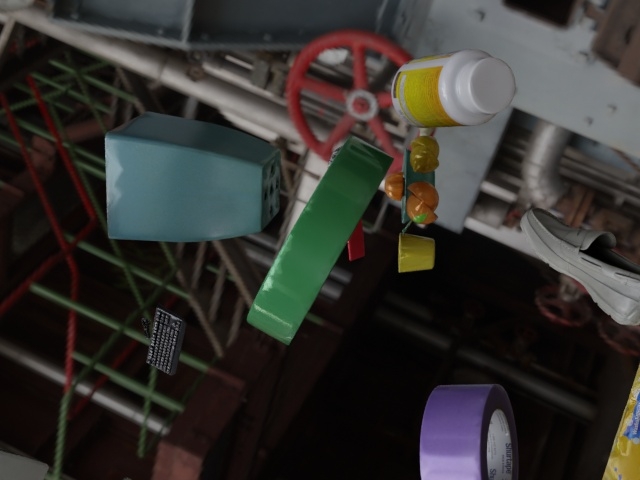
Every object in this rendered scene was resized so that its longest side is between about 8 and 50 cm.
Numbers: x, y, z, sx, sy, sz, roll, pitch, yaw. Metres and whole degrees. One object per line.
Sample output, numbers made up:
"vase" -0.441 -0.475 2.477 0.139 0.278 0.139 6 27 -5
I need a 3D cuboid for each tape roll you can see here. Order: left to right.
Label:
"tape roll" 0.000 0.000 1.455 0.321 0.077 0.321 -60 -1 -2
"tape roll" 0.197 0.283 1.273 0.189 0.080 0.189 -6 -90 -65

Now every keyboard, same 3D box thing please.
"keyboard" -0.358 0.218 2.169 0.023 0.108 0.180 -44 -22 -48

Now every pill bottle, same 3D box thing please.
"pill bottle" 0.209 -0.237 1.528 0.117 0.117 0.215 -65 24 -6

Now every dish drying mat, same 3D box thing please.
"dish drying mat" 0.062 -0.005 1.734 0.032 0.008 0.083 -20 -59 -24

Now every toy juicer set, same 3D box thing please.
"toy juicer set" 0.158 -0.122 1.713 0.209 0.089 0.329 89 -175 -49

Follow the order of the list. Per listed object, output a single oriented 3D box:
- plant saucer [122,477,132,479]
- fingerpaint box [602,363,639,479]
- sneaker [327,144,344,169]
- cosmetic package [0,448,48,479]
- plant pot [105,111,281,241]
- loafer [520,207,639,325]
"plant saucer" -0.236 0.407 1.263 0.195 0.037 0.195 -2 -90 -87
"fingerpaint box" 0.673 0.360 1.563 0.163 0.371 0.445 16 -89 -57
"sneaker" 0.064 -0.136 2.099 0.077 0.072 0.178 -63 -26 -43
"cosmetic package" -0.619 0.327 1.361 0.453 0.230 0.161 46 -123 -61
"plant pot" -0.186 -0.092 1.496 0.165 0.234 0.165 -56 -30 -67
"loafer" 0.494 0.024 1.778 0.112 0.319 0.111 -7 -52 -39
